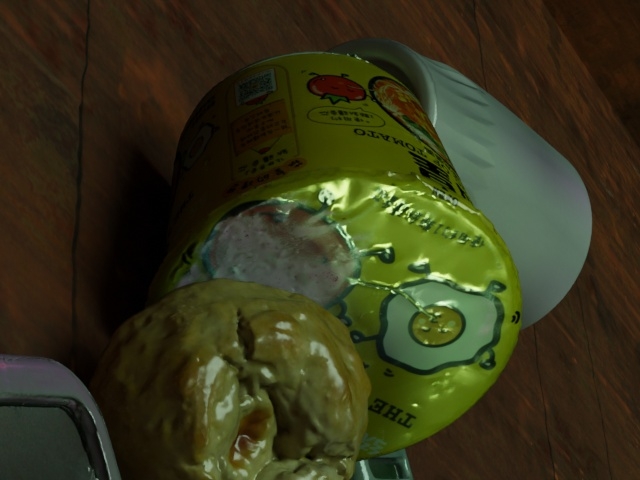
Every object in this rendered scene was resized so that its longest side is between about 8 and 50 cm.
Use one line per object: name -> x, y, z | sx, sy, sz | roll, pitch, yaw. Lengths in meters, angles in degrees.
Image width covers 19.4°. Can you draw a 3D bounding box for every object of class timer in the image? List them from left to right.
timer -> -0.207, 0.173, 1.285 | 0.208, 0.069, 0.190 | 14, 57, -64

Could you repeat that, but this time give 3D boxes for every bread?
bread -> -0.057, 0.142, 1.471 | 0.244, 0.134, 0.244 | -4, 96, -33

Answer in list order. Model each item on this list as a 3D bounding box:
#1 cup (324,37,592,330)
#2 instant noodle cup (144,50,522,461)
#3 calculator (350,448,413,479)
cup -> 0.123, -0.055, 2.068 | 0.371, 0.253, 0.253 | 34, 39, -54
instant noodle cup -> 0.000, 0.000, 1.664 | 0.325, 0.326, 0.254 | 53, 17, -35
calculator -> 0.033, 0.170, 1.917 | 0.141, 0.045, 0.246 | 18, 55, -64
